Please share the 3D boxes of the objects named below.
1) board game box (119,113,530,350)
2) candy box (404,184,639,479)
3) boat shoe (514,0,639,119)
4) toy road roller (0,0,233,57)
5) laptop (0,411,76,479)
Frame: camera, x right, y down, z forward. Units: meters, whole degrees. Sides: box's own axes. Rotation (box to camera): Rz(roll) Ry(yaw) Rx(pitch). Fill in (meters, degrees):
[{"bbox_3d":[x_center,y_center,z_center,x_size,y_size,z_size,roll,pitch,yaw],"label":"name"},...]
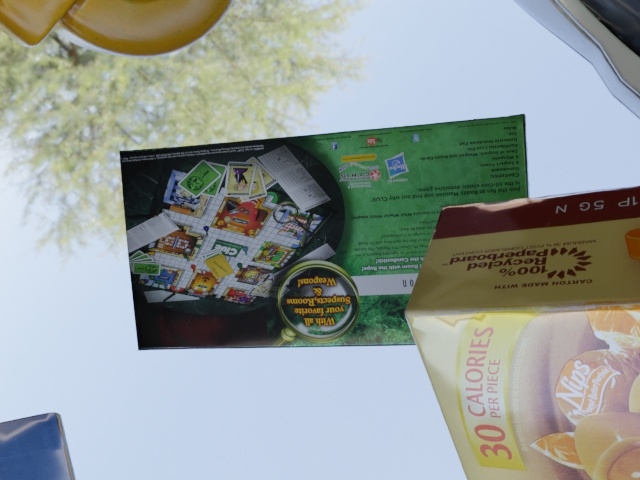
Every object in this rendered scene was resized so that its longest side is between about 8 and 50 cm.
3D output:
[{"bbox_3d":[0.000,0.000,0.489,0.259,0.136,0.030,-2,-178,15],"label":"board game box"},{"bbox_3d":[0.178,0.122,0.389,0.182,0.317,0.088,-5,-144,28],"label":"candy box"},{"bbox_3d":[0.161,-0.157,0.446,0.079,0.254,0.095,-44,170,12],"label":"boat shoe"},{"bbox_3d":[-0.220,-0.197,0.592,0.330,0.240,0.202,-53,-153,-4],"label":"toy road roller"},{"bbox_3d":[-0.365,0.142,0.453,0.236,0.408,0.382,-42,-153,-9],"label":"laptop"}]
